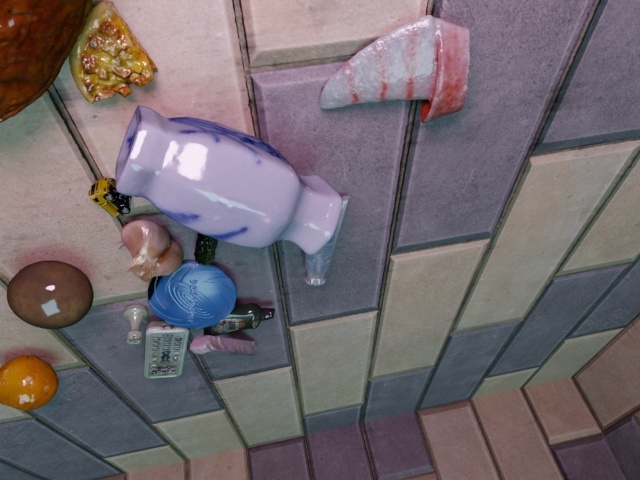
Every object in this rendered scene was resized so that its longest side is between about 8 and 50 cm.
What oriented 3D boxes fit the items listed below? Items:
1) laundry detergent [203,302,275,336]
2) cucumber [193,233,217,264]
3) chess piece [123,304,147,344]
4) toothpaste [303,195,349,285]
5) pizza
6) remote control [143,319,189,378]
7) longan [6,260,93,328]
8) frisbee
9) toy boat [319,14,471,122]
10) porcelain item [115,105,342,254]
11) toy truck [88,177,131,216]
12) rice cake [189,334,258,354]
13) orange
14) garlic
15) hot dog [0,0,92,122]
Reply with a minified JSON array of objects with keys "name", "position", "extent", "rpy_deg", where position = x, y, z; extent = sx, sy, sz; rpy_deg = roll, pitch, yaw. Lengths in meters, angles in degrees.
[{"name":"laundry detergent","position":[-0.252,0.243,1.456],"extent":[0.222,0.078,0.144],"rpy_deg":[-4,143,-17]},{"name":"cucumber","position":[-0.268,-0.015,1.133],"extent":[0.058,0.058,0.187],"rpy_deg":[5,138,-24]},{"name":"chess piece","position":[-0.529,0.241,1.337],"extent":[0.067,0.103,0.067],"rpy_deg":[-9,142,-7]},{"name":"toothpaste","position":[0.000,0.000,1.241],"extent":[0.114,0.073,0.299],"rpy_deg":[-4,134,-13]},{"name":"pizza","position":[-0.334,-0.294,0.761],"extent":[0.134,0.046,0.175],"rpy_deg":[3,139,-22]},{"name":"remote control","position":[-0.503,0.353,1.521],"extent":[0.128,0.065,0.335],"rpy_deg":[0,140,-22]},{"name":"longan","position":[-0.647,0.132,1.115],"extent":[0.205,0.159,0.184],"rpy_deg":[-6,144,11]},{"name":"frisbee","position":[-0.352,0.162,1.290],"extent":[0.242,0.045,0.242],"rpy_deg":[-5,124,-8]},{"name":"toy boat","position":[0.134,-0.310,0.884],"extent":[0.283,0.096,0.206],"rpy_deg":[-4,137,7]},{"name":"porcelain item","position":[-0.167,-0.111,0.903],"extent":[0.405,0.242,0.178],"rpy_deg":[20,109,-31]},{"name":"toy truck","position":[-0.443,-0.091,0.985],"extent":[0.054,0.049,0.083],"rpy_deg":[-19,144,8]},{"name":"rice cake","position":[-0.298,0.344,1.514],"extent":[0.073,0.056,0.365],"rpy_deg":[-14,162,14]},{"name":"orange","position":[-0.889,0.431,1.415],"extent":[0.178,0.155,0.177],"rpy_deg":[27,162,10]},{"name":"garlic","position":[-0.402,0.023,1.118],"extent":[0.124,0.099,0.174],"rpy_deg":[-39,145,0]},{"name":"hot dog","position":[-0.454,-0.315,0.597],"extent":[0.267,0.174,0.388],"rpy_deg":[24,130,-34]}]
